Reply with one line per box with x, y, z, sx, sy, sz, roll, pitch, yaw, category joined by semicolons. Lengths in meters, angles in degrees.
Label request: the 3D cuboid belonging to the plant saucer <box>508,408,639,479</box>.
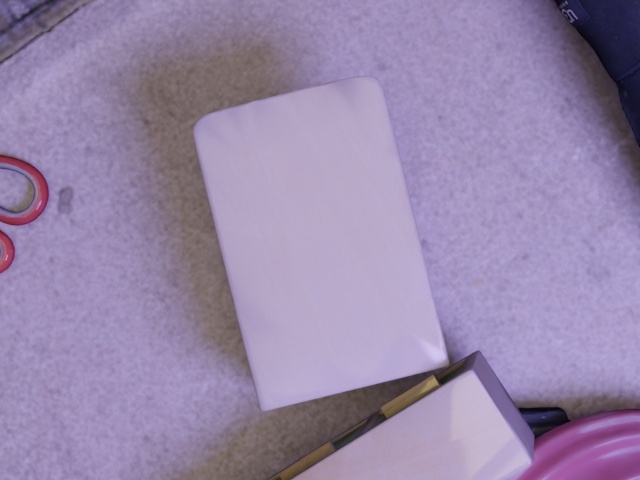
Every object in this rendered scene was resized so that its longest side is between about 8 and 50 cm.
0.263;0.302;0.927;0.332;0.084;0.332;0;88;-10;plant saucer

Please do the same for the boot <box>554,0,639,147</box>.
0.416;-0.132;0.917;0.367;0.146;0.445;-32;92;3;boot

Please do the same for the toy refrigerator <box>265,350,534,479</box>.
0.031;0.195;0.937;0.270;0.102;0.094;-33;87;12;toy refrigerator

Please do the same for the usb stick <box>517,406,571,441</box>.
0.181;0.279;0.980;0.077;0.045;0.277;-3;87;3;usb stick

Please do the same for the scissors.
-0.361;-0.096;1.026;0.297;0.021;0.109;44;92;2;scissors

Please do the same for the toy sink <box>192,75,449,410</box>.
0.000;0.000;0.956;0.153;0.131;0.234;-15;92;1;toy sink
